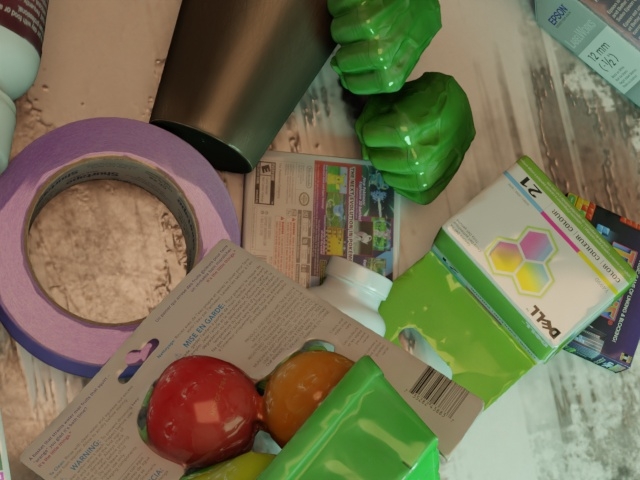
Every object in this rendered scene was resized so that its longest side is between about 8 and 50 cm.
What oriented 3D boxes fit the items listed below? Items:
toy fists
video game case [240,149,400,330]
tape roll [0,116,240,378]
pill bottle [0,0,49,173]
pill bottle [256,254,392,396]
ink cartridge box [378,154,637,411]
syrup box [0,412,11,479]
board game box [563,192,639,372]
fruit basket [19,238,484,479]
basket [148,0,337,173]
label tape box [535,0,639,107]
[{"bbox_3d":[0.085,-0.174,1.780,0.142,0.096,0.279,-54,133,-48],"label":"toy fists"},{"bbox_3d":[0.000,0.000,1.823,0.183,0.023,0.201,5,74,-11],"label":"video game case"},{"bbox_3d":[-0.229,0.009,1.736,0.275,0.090,0.274,3,76,-11],"label":"tape roll"},{"bbox_3d":[-0.398,-0.275,1.692,0.224,0.224,0.392,8,73,-10],"label":"pill bottle"},{"bbox_3d":[0.008,0.114,1.736,0.103,0.103,0.184,25,85,-5],"label":"pill bottle"},{"bbox_3d":[0.190,0.063,1.768,0.255,0.097,0.189,-39,80,-15],"label":"ink cartridge box"},{"bbox_3d":[-0.378,0.188,1.656,0.093,0.096,0.237,-7,77,-14],"label":"syrup box"},{"bbox_3d":[0.318,0.050,1.866,0.141,0.048,0.170,23,73,-5],"label":"board game box"},{"bbox_3d":[-0.068,0.199,1.599,0.353,0.165,0.327,29,65,29],"label":"fruit basket"},{"bbox_3d":[-0.088,-0.202,1.790,0.204,0.154,0.227,22,76,1],"label":"basket"},{"bbox_3d":[0.393,-0.332,1.945,0.348,0.115,0.249,39,71,2],"label":"label tape box"}]
